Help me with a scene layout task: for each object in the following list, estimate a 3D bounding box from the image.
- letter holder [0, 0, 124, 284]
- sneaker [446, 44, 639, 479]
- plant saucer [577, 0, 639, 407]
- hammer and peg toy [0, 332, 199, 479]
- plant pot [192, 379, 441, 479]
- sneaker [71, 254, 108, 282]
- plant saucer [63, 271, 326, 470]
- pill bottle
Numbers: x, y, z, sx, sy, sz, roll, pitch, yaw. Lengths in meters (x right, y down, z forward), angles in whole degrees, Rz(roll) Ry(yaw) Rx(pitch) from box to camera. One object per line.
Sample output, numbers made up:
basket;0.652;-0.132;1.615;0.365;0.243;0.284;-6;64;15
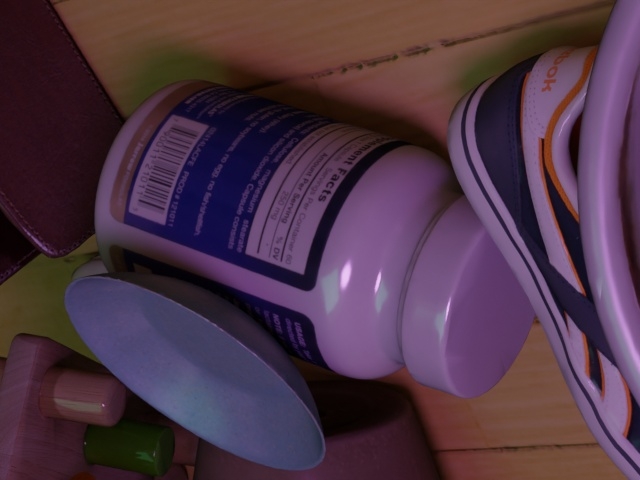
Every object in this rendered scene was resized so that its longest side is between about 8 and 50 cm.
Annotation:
letter holder;-0.299;-0.100;1.379;0.152;0.214;0.302;-17;109;48
sneaker;0.200;0.034;1.109;0.321;0.126;0.127;55;146;-6
plant saucer;0.319;-0.030;0.884;0.400;0.100;0.400;1;97;10
hammer and peg toy;-0.170;0.232;1.441;0.127;0.266;0.361;8;166;18
plant pot;0.004;0.228;1.379;0.263;0.263;0.229;6;107;39
sneaker;-0.138;0.062;1.475;0.161;0.075;0.057;22;134;28
plant saucer;-0.071;0.073;1.232;0.195;0.037;0.195;28;155;14
pill bottle;0.000;0.000;1.240;0.264;0.153;0.153;20;133;30
